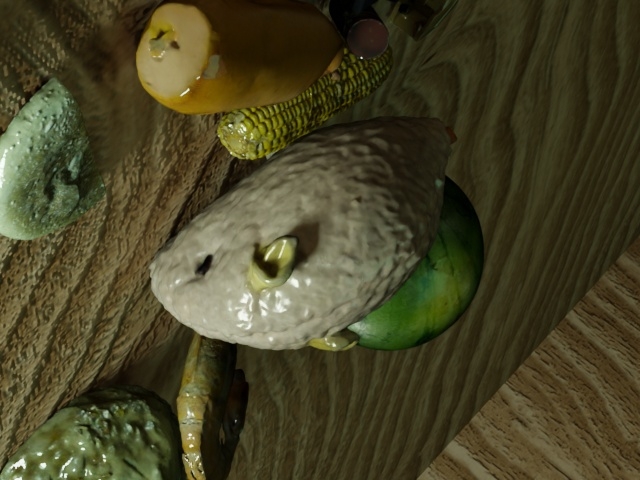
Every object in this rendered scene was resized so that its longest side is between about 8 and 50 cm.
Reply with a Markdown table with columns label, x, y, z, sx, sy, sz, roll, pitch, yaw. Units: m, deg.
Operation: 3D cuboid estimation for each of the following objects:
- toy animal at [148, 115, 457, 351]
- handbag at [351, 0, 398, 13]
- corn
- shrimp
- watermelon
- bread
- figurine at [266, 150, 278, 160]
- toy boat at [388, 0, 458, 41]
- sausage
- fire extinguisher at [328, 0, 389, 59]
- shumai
| label | x | y | z | sx | sy | sz | roll | pitch | yaw |
| --- | --- | --- | --- | --- | --- | --- | --- | --- | --- |
| toy animal | 0.006 | -0.004 | 1.606 | 0.358 | 0.226 | 0.188 | -39 | 127 | -4 |
| handbag | 0.137 | -0.390 | 1.493 | 0.303 | 0.122 | 0.329 | -34 | 155 | -44 |
| corn | -0.011 | -0.155 | 1.612 | 0.231 | 0.080 | 0.080 | -39 | 157 | -34 |
| shrimp | -0.115 | 0.178 | 1.788 | 0.173 | 0.058 | 0.253 | 69 | 25 | -49 |
| watermelon | 0.085 | 0.018 | 1.909 | 0.242 | 0.242 | 0.242 | -45 | 160 | -22 |
| bread | -0.241 | -0.050 | 1.329 | 0.112 | 0.036 | 0.193 | -45 | 159 | -19 |
| figurine | -0.032 | -0.103 | 1.718 | 0.050 | 0.047 | 0.083 | -52 | 169 | -36 |
| toy boat | 0.146 | -0.320 | 1.730 | 0.200 | 0.057 | 0.077 | -55 | 155 | 7 |
| sausage | -0.057 | -0.175 | 1.435 | 0.112 | 0.112 | 0.328 | -60 | 161 | 19 |
| fire extinguisher | 0.035 | -0.225 | 1.552 | 0.043 | 0.064 | 0.158 | -46 | -158 | 11 |
| shumai | -0.226 | 0.300 | 1.722 | 0.256 | 0.218 | 0.189 | -42 | 164 | -21 |
